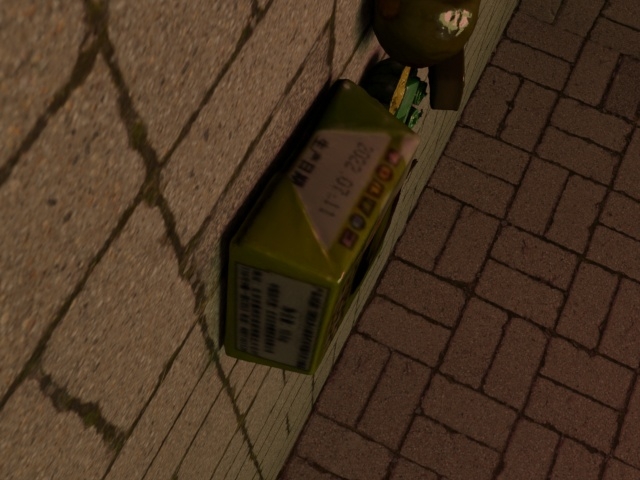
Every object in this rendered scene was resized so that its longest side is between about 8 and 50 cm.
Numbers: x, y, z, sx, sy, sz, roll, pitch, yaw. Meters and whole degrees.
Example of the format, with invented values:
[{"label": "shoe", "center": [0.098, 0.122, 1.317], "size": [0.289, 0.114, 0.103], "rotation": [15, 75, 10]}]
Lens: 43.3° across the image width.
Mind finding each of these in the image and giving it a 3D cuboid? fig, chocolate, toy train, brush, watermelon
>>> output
[{"label": "fig", "center": [0.133, -0.301, 1.041], "size": [0.154, 0.144, 0.165], "rotation": [-28, 180, 28]}, {"label": "chocolate", "center": [0.000, 0.000, 1.044], "size": [0.289, 0.137, 0.301], "rotation": [-59, 169, -32]}, {"label": "toy train", "center": [0.106, -0.177, 1.372], "size": [0.119, 0.085, 0.251], "rotation": [-39, 151, -58]}, {"label": "brush", "center": [0.206, -0.326, 1.356], "size": [0.123, 0.059, 0.197], "rotation": [78, 10, -71]}, {"label": "watermelon", "center": [0.097, -0.232, 1.213], "size": [0.105, 0.062, 0.105], "rotation": [21, 90, -87]}]

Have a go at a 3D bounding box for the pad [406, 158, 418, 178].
[{"label": "pad", "center": [0.094, -0.059, 1.564], "size": [0.233, 0.022, 0.174], "rotation": [-45, -174, 37]}]
